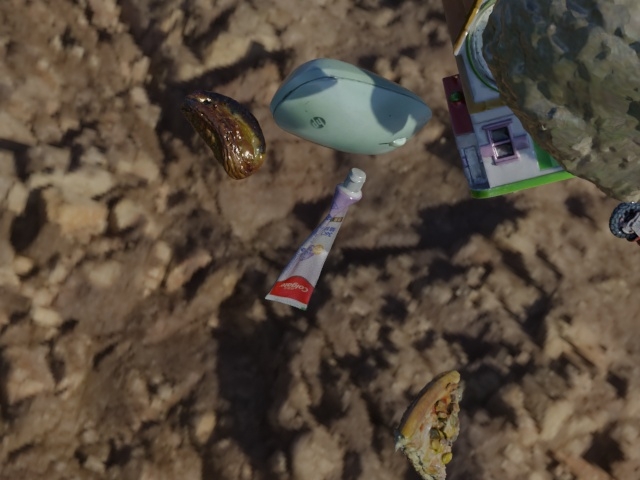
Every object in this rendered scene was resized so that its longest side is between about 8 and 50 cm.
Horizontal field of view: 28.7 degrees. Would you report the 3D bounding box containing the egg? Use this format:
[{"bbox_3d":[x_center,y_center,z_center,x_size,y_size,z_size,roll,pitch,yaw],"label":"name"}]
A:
[{"bbox_3d":[0.288,-0.173,1.121,0.310,0.279,0.279,43,24,-39],"label":"egg"}]

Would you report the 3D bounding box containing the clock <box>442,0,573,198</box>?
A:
[{"bbox_3d":[0.255,-0.231,1.510,0.235,0.310,0.166,-14,17,15],"label":"clock"}]

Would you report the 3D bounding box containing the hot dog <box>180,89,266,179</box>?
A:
[{"bbox_3d":[-0.135,-0.156,1.772,0.147,0.065,0.099,56,31,10],"label":"hot dog"}]

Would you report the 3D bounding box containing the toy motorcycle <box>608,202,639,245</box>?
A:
[{"bbox_3d":[0.693,-0.071,2.406,0.298,0.171,0.089,-30,30,1],"label":"toy motorcycle"}]

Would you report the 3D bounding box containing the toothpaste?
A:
[{"bbox_3d":[0.000,0.000,2.171,0.075,0.301,0.048,2,39,-39],"label":"toothpaste"}]

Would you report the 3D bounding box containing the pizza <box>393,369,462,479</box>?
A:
[{"bbox_3d":[0.178,0.312,1.956,0.052,0.195,0.185,16,40,33],"label":"pizza"}]

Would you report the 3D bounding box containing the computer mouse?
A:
[{"bbox_3d":[0.051,-0.198,2.033,0.288,0.159,0.097,21,45,-36],"label":"computer mouse"}]
